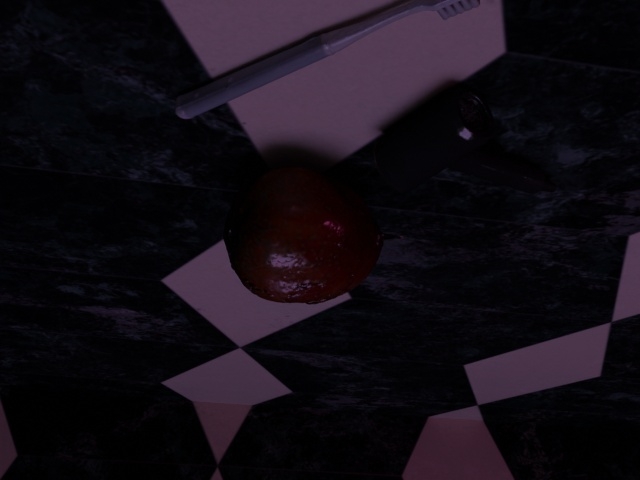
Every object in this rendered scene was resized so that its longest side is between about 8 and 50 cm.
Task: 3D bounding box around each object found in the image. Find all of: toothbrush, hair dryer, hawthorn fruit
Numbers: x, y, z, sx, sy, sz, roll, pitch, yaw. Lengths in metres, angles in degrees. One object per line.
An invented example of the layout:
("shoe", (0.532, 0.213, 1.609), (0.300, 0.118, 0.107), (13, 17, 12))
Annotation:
("toothbrush", (-0.009, -0.180, 0.720), (0.342, 0.025, 0.030), (-15, 152, 28))
("hair dryer", (0.199, -0.096, 0.854), (0.256, 0.069, 0.128), (10, 153, -32))
("hawthorn fruit", (0.000, 0.000, 0.920), (0.235, 0.181, 0.181), (8, 153, -16))
